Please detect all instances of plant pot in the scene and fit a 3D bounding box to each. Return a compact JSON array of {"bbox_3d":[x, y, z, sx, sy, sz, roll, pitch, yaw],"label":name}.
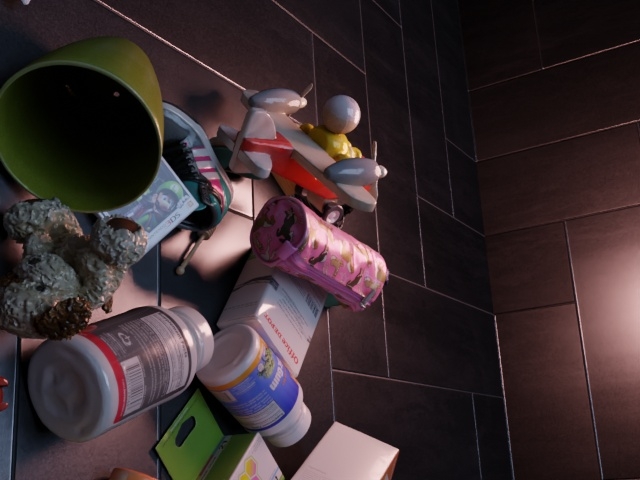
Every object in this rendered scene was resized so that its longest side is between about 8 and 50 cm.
[{"bbox_3d":[-0.389,-0.242,1.451,0.275,0.275,0.293,58,19,-30],"label":"plant pot"}]

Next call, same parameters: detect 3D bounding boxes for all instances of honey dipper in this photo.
[{"bbox_3d":[-0.268,0.016,1.762,0.030,0.030,0.160,60,37,-28],"label":"honey dipper"}]

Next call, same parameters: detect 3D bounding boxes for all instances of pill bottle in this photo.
[{"bbox_3d":[-0.326,0.210,1.429,0.318,0.176,0.176,-18,94,-61],"label":"pill bottle"},{"bbox_3d":[-0.131,0.316,1.752,0.272,0.152,0.152,55,36,-34],"label":"pill bottle"}]

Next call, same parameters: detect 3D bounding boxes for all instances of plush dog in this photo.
[{"bbox_3d":[-0.420,0.071,1.308,0.225,0.262,0.210,-44,141,-50],"label":"plush dog"}]

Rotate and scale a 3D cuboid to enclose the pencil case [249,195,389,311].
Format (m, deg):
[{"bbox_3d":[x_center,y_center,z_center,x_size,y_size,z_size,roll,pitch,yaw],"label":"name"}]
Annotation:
[{"bbox_3d":[0.002,0.036,1.863,0.386,0.167,0.160,33,80,-50],"label":"pencil case"}]

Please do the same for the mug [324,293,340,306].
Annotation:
[{"bbox_3d":[0.049,0.116,2.200,0.129,0.097,0.157,57,35,-32],"label":"mug"}]

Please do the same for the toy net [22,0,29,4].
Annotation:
[{"bbox_3d":[-0.574,-0.447,1.395,0.232,0.045,0.122,-33,105,-61],"label":"toy net"}]

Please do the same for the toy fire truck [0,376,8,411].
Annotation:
[{"bbox_3d":[-0.485,0.151,1.102,0.158,0.246,0.217,-16,93,-61],"label":"toy fire truck"}]

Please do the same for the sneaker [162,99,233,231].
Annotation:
[{"bbox_3d":[-0.286,-0.128,1.700,0.295,0.124,0.178,57,25,-34],"label":"sneaker"}]

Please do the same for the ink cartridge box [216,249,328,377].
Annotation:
[{"bbox_3d":[-0.104,0.156,1.900,0.198,0.115,0.273,59,33,-29],"label":"ink cartridge box"}]

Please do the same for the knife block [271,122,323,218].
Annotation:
[{"bbox_3d":[-0.072,-0.177,2.144,0.276,0.242,0.088,22,44,-2],"label":"knife block"}]

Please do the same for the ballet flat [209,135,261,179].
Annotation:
[{"bbox_3d":[-0.211,-0.199,1.909,0.248,0.086,0.086,20,62,-58],"label":"ballet flat"}]

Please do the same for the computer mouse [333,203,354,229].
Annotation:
[{"bbox_3d":[0.000,0.000,2.169,0.060,0.184,0.262,31,82,-7],"label":"computer mouse"}]

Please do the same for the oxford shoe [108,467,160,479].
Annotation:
[{"bbox_3d":[-0.244,0.537,1.479,0.364,0.130,0.132,36,57,-25],"label":"oxford shoe"}]

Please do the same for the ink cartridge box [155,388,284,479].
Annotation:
[{"bbox_3d":[-0.195,0.446,1.647,0.255,0.097,0.189,66,31,-21],"label":"ink cartridge box"}]

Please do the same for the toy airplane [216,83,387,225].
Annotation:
[{"bbox_3d":[-0.029,-0.217,1.837,0.386,0.272,0.384,38,11,-5],"label":"toy airplane"}]

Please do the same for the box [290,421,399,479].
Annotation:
[{"bbox_3d":[0.018,0.594,1.806,0.345,0.168,0.215,-39,145,-58],"label":"box"}]

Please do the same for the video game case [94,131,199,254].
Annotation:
[{"bbox_3d":[-0.346,-0.086,1.567,0.173,0.022,0.190,-46,111,-27],"label":"video game case"}]
